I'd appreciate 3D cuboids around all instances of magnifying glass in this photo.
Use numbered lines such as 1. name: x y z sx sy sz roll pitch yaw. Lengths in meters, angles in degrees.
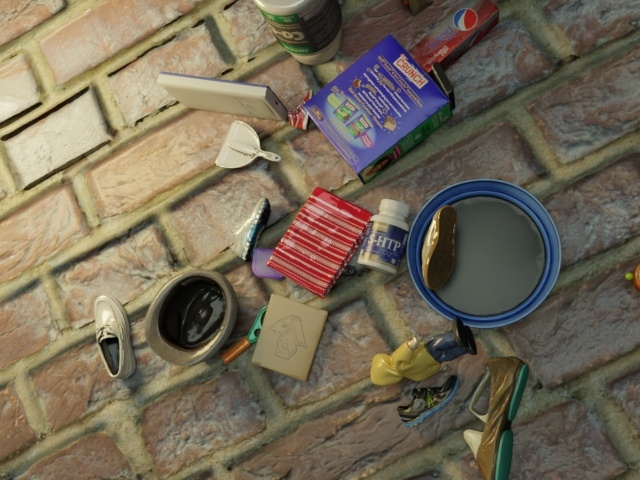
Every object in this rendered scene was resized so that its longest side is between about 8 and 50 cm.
1. magnifying glass: -0.182 0.265 1.892 0.231 0.026 0.092 -39 76 5

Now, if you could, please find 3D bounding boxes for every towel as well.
1. towel: 0.000 0.000 1.873 0.199 0.031 0.275 30 79 16

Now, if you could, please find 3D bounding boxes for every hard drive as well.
1. hard drive: -0.274 -0.410 1.928 0.318 0.210 0.040 11 84 14
2. hard drive: 0.337 -0.418 1.836 0.022 0.135 0.094 -27 75 8

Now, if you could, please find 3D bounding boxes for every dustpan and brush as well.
1. dustpan and brush: -0.202 -0.262 1.965 0.211 0.060 0.147 21 86 15

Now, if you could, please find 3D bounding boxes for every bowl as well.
1. bowl: 0.424 0.034 1.771 0.391 0.077 0.391 -2 81 12

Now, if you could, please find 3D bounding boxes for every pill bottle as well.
1. pill bottle: -0.052 -0.631 1.839 0.204 0.361 0.204 -2 80 12
2. pill bottle: 0.178 -0.011 1.815 0.112 0.112 0.187 15 84 14

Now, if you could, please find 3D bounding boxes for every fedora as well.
1. fedora: -0.346 0.217 1.883 0.243 0.124 0.275 21 77 13

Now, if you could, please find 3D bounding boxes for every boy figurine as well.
1. boy figurine: 0.258 0.301 1.731 0.285 0.177 0.092 -29 46 28

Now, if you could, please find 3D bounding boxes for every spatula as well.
1. spatula: -0.046 0.075 1.891 0.296 0.030 0.084 5 83 13

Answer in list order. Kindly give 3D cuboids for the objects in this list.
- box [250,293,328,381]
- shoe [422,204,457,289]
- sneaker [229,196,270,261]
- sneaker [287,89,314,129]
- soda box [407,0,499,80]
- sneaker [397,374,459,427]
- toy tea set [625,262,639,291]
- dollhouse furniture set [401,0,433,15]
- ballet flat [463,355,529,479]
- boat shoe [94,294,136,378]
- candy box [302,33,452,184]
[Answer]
1. box: -0.086 0.266 1.855 0.164 0.021 0.201 18 87 3
2. shoe: 0.306 0.018 1.737 0.076 0.058 0.219 13 87 -17
3. sneaker: -0.207 -0.041 1.928 0.083 0.071 0.191 21 85 21
4. sneaker: -0.059 -0.384 1.964 0.067 0.042 0.118 11 85 11
5. soda box: 0.371 -0.565 1.880 0.263 0.083 0.092 -41 74 4
6. sneaker: 0.279 0.407 1.745 0.188 0.067 0.078 -38 81 7
7. toy tea set: 0.921 0.078 1.630 0.336 0.124 0.200 -35 75 5
8. dollhouse furniture set: 0.218 -0.789 1.949 0.262 0.135 0.259 -32 64 5
9. ballet flat: 0.430 0.455 1.692 0.124 0.116 0.342 8 82 34
10. boat shoe: -0.603 0.274 1.951 0.095 0.084 0.258 -26 76 7
11. candy box: 0.159 -0.361 1.873 0.317 0.122 0.268 -38 74 5
